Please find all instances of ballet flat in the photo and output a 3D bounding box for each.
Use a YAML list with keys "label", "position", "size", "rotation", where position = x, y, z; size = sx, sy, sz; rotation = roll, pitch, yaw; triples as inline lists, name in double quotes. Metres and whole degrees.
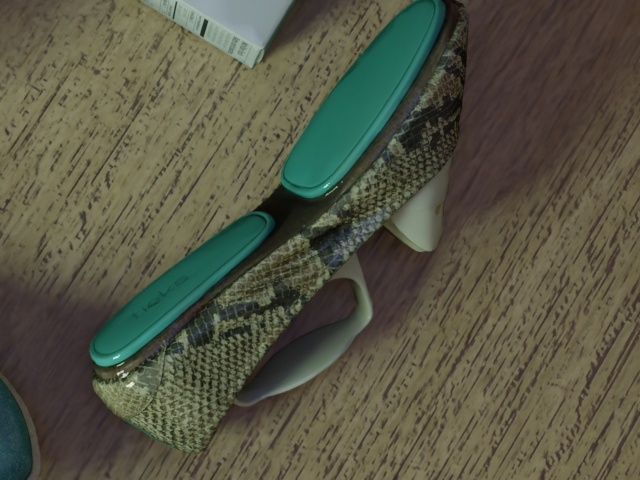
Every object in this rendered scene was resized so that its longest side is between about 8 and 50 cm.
- label: "ballet flat"
  position: [0.000, 0.000, 1.403]
  size: [0.483, 0.164, 0.182]
  rotation: [-48, 114, -4]

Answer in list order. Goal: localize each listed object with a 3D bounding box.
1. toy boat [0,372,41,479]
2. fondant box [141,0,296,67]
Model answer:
- label: "toy boat"
  position: [-0.376, 0.203, 1.267]
  size: [0.267, 0.148, 0.318]
  rotation: [19, 54, -10]
- label: "fondant box"
  position: [-0.139, -0.352, 1.432]
  size: [0.330, 0.096, 0.238]
  rotation: [31, 80, -5]
